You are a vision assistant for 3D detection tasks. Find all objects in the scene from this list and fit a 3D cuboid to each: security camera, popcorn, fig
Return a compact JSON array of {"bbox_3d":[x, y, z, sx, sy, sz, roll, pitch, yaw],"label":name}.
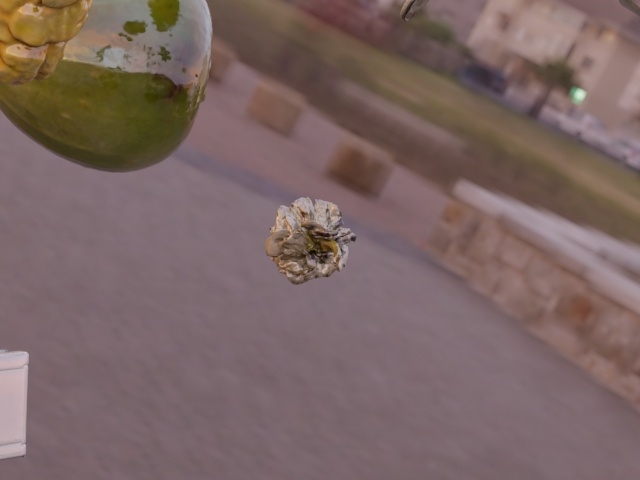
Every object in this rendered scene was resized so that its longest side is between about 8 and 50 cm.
[{"bbox_3d":[0.074,-0.282,1.964,0.092,0.058,0.058,42,9,9],"label":"security camera"},{"bbox_3d":[-0.257,-0.223,1.579,0.163,0.194,0.140,7,33,14],"label":"popcorn"},{"bbox_3d":[-0.305,-0.239,2.501,0.316,0.316,0.316,27,7,-3],"label":"fig"}]

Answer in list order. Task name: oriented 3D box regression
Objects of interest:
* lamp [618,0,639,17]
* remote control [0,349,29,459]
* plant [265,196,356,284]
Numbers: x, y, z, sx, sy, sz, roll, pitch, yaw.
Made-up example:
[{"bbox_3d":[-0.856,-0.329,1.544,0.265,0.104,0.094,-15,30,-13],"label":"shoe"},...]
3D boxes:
[{"bbox_3d":[0.359,-0.294,1.978,0.246,0.108,0.179,11,50,-35],"label":"lamp"},{"bbox_3d":[-0.371,0.158,1.681,0.055,0.103,0.277,3,2,31],"label":"remote control"},{"bbox_3d":[0.000,0.000,2.206,0.122,0.116,0.104,10,-46,52],"label":"plant"}]
